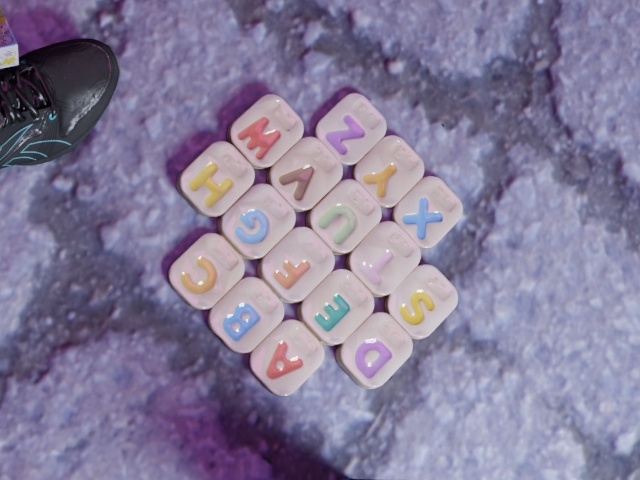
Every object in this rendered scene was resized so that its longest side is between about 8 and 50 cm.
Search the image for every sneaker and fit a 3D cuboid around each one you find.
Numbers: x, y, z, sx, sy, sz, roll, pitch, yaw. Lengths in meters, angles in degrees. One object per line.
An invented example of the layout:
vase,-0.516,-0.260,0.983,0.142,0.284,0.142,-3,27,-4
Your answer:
sneaker,-0.291,-0.107,1.590,0.267,0.106,0.101,-33,90,-21

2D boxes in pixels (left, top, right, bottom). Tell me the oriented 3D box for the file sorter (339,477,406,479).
file sorter,0.010,0.276,1.579,0.118,0.170,0.105,-11,86,-18

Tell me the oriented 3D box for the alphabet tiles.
alphabet tiles,0.000,0.000,1.704,0.278,0.021,0.284,-44,95,-19

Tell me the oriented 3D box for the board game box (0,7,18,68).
board game box,-0.345,-0.207,1.590,0.103,0.026,0.154,-16,52,-19
